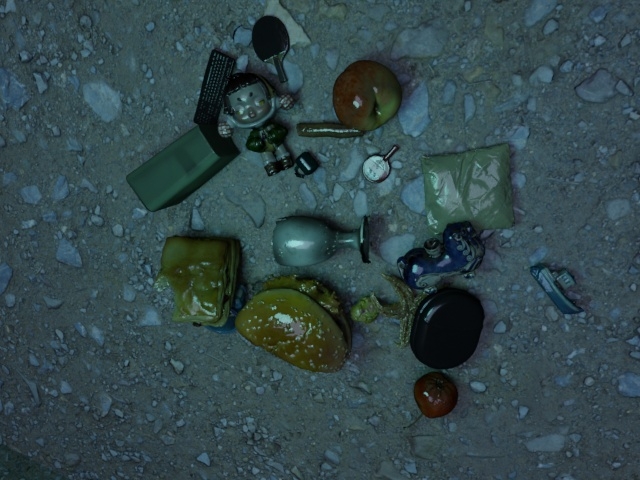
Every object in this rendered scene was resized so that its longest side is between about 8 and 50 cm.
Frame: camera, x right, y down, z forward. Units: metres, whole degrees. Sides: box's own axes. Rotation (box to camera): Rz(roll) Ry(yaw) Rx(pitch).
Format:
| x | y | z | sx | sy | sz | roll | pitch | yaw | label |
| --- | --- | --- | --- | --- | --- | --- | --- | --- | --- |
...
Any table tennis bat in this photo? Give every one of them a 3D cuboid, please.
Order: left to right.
| x | y | z | sx | sy | sz | roll | pitch | yaw | label |
| --- | --- | --- | --- | --- | --- | --- | --- | --- | --- |
| -0.160 | -0.647 | 1.454 | 0.130 | 0.019 | 0.221 | -15 | 100 | 20 | table tennis bat |
| 0.209 | -0.265 | 1.467 | 0.098 | 0.019 | 0.155 | 43 | 114 | 0 | table tennis bat |

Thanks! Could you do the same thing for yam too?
| x | y | z | sx | sy | sz | roll | pitch | yaw | label |
| --- | --- | --- | --- | --- | --- | --- | --- | --- | --- |
| 0.033 | -0.379 | 1.464 | 0.241 | 0.057 | 0.057 | 5 | 107 | 16 | yam |

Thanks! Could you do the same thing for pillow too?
| x | y | z | sx | sy | sz | roll | pitch | yaw | label |
| --- | --- | --- | --- | --- | --- | --- | --- | --- | --- |
| 0.477 | -0.157 | 1.392 | 0.280 | 0.076 | 0.275 | -6 | 103 | 16 | pillow |

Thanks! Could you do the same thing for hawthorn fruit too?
| x | y | z | sx | sy | sz | roll | pitch | yaw | label |
| --- | --- | --- | --- | --- | --- | --- | --- | --- | --- |
| 0.403 | 0.628 | 1.604 | 0.165 | 0.165 | 0.286 | 20 | 115 | 9 | hawthorn fruit |

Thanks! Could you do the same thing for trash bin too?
| x | y | z | sx | sy | sz | roll | pitch | yaw | label |
| --- | --- | --- | --- | --- | --- | --- | --- | --- | --- |
| -0.483 | -0.265 | 1.549 | 0.343 | 0.223 | 0.158 | -29 | 96 | 18 | trash bin |

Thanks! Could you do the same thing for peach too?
| x | y | z | sx | sy | sz | roll | pitch | yaw | label |
| --- | --- | --- | --- | --- | --- | --- | --- | --- | --- |
| 0.137 | -0.460 | 1.347 | 0.232 | 0.232 | 0.233 | 4 | 107 | 14 | peach |

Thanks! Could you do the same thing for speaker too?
| x | y | z | sx | sy | sz | roll | pitch | yaw | label |
| --- | --- | --- | --- | --- | --- | --- | --- | --- | --- |
| -0.056 | -0.266 | 1.523 | 0.075 | 0.060 | 0.094 | 51 | 147 | -3 | speaker |

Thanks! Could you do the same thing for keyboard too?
| x | y | z | sx | sy | sz | roll | pitch | yaw | label |
| --- | --- | --- | --- | --- | --- | --- | --- | --- | --- |
| -0.363 | -0.578 | 1.516 | 0.103 | 0.041 | 0.381 | 28 | 111 | 6 | keyboard |

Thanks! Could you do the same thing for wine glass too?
| x | y | z | sx | sy | sz | roll | pitch | yaw | label |
| --- | --- | --- | --- | --- | --- | --- | --- | --- | --- |
| 0.001 | 0.000 | 1.508 | 0.356 | 0.190 | 0.191 | -2 | 105 | 17 | wine glass |

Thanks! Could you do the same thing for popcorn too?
| x | y | z | sx | sy | sz | roll | pitch | yaw | label |
| --- | --- | --- | --- | --- | --- | --- | --- | --- | --- |
| 0.167 | 0.264 | 1.589 | 0.097 | 0.109 | 0.089 | 57 | 158 | 25 | popcorn |

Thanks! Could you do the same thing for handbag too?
| x | y | z | sx | sy | sz | roll | pitch | yaw | label |
| --- | --- | --- | --- | --- | --- | --- | --- | --- | --- |
| 0.445 | 0.311 | 1.492 | 0.253 | 0.093 | 0.308 | 5 | 109 | -9 | handbag |

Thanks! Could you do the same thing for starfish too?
| x | y | z | sx | sy | sz | roll | pitch | yaw | label |
| --- | --- | --- | --- | --- | --- | --- | --- | --- | --- |
| 0.339 | 0.235 | 1.552 | 0.302 | 0.060 | 0.299 | -11 | 97 | 4 | starfish |

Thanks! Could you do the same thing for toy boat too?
| x | y | z | sx | sy | sz | roll | pitch | yaw | label |
| --- | --- | --- | --- | --- | --- | --- | --- | --- | --- |
| 0.784 | 0.149 | 1.392 | 0.102 | 0.088 | 0.215 | -37 | 92 | 18 | toy boat |

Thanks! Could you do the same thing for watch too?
| x | y | z | sx | sy | sz | roll | pitch | yaw | label |
| --- | --- | --- | --- | --- | --- | --- | --- | --- | --- |
| -0.383 | 0.279 | 1.709 | 0.210 | 0.211 | 0.193 | 6 | 128 | 13 | watch |

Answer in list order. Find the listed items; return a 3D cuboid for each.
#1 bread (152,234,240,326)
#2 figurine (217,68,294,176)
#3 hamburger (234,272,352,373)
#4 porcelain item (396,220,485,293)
| x | y | z | sx | sy | sz | roll | pitch | yaw | label |
| --- | --- | --- | --- | --- | --- | --- | --- | --- | --- |
| -0.467 | 0.124 | 1.576 | 0.313 | 0.370 | 0.192 | 2 | 147 | 11 | bread |
| -0.209 | -0.408 | 1.466 | 0.281 | 0.167 | 0.370 | -23 | 107 | 5 | figurine |
| -0.076 | 0.267 | 1.529 | 0.445 | 0.268 | 0.287 | 23 | 106 | 10 | hamburger |
| 0.394 | 0.055 | 1.415 | 0.287 | 0.138 | 0.186 | -21 | 125 | 18 | porcelain item |
